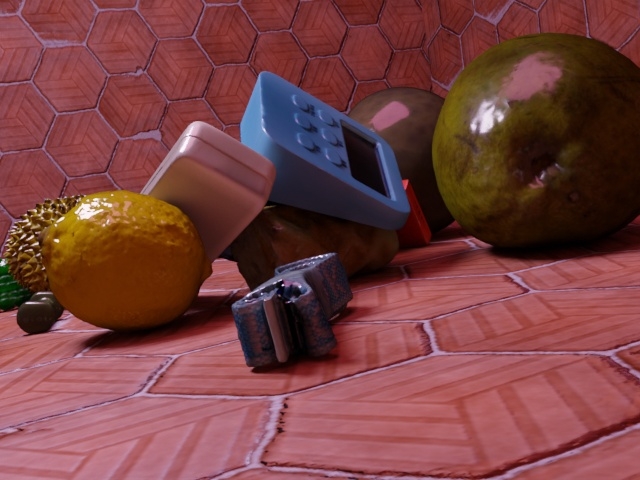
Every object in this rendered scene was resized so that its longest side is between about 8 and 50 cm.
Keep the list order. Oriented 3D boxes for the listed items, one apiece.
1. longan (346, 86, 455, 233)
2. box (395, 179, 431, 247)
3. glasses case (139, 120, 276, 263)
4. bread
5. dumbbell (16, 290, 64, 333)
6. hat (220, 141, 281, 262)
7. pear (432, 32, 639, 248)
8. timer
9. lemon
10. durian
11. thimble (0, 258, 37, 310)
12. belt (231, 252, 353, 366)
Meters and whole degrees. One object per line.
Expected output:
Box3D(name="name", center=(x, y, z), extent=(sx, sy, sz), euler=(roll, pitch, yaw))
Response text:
Box3D(name="longan", center=(0.158, -0.147, 1.653), extent=(0.319, 0.318, 0.319), euler=(-8, 5, 1))
Box3D(name="box", center=(0.063, -0.036, 1.540), extent=(0.245, 0.139, 0.035), euler=(-8, 42, 26))
Box3D(name="glasses case", center=(-0.188, -0.028, 1.169), extent=(0.131, 0.070, 0.313), euler=(30, -42, -16))
Box3D(name="bread", center=(0.000, 0.000, 1.250), extent=(0.268, 0.130, 0.152), euler=(-13, 44, -41))
Box3D(name="dumbbell", center=(-0.397, 0.101, 1.220), extent=(0.052, 0.046, 0.118), euler=(-4, 5, -10))
Box3D(name="hat", center=(-0.098, -0.062, 1.410), extent=(0.336, 0.238, 0.209), euler=(-7, 3, -36))
Box3D(name="pear", center=(0.337, -0.148, 1.285), extent=(0.352, 0.351, 0.413), euler=(-7, 15, 18))
Box3D(name="timer", center=(0.013, -0.129, 1.248), extent=(0.250, 0.091, 0.232), euler=(16, 32, -18))
Box3D(name="lemon", center=(-0.238, 0.025, 1.057), extent=(0.193, 0.180, 0.180), euler=(-16, 7, -15))
Box3D(name="durian", center=(-0.419, 0.048, 1.431), extent=(0.193, 0.137, 0.237), euler=(-10, -36, -24))
Box3D(name="thimble", center=(-0.569, 0.077, 1.510), extent=(0.130, 0.090, 0.118), euler=(-5, 8, 38))
Box3D(name="belt", center=(-0.020, 0.062, 0.880), extent=(0.087, 0.072, 0.302), euler=(-10, 5, 8))
